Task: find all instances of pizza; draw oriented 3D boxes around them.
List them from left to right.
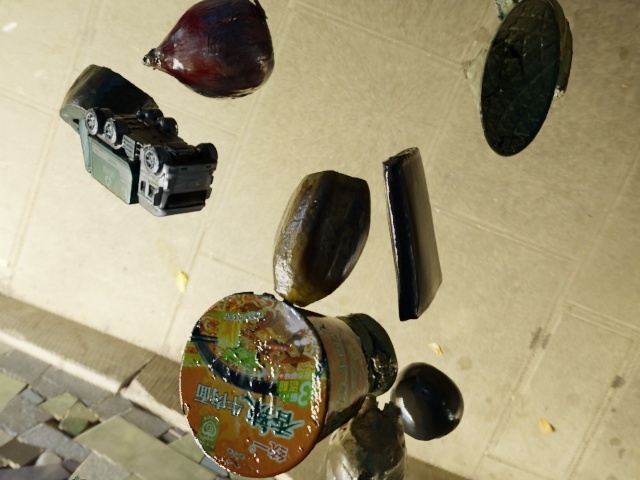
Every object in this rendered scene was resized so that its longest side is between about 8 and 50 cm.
[{"bbox_3d":[0.390,-0.352,1.085,0.188,0.204,0.081,24,146,-31],"label":"pizza"}]

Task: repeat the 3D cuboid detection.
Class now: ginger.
[{"bbox_3d":[0.036,0.401,1.057,0.166,0.236,0.375,21,132,-19],"label":"ginger"}]

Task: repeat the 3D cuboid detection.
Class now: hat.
[{"bbox_3d":[0.164,-0.157,0.598,0.067,0.146,0.145,22,106,40],"label":"hat"}]

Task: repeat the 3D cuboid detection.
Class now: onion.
[{"bbox_3d":[-0.167,-0.279,0.936,0.195,0.159,0.159,-18,100,-18],"label":"onion"}]

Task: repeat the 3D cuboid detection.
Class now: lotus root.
[{"bbox_3d":[-0.459,-0.283,1.323,0.138,0.235,0.119,48,66,-37],"label":"lotus root"},{"bbox_3d":[-0.006,-0.001,1.315,0.193,0.193,0.290,19,82,2],"label":"lotus root"}]

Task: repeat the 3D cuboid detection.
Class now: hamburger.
[{"bbox_3d":[0.065,0.251,1.342,0.215,0.122,0.189,-28,72,49],"label":"hamburger"}]

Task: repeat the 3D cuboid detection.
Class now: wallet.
[{"bbox_3d":[0.132,-0.017,0.914,0.049,0.182,0.228,-4,103,23],"label":"wallet"}]

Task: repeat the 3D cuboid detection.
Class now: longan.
[{"bbox_3d":[0.235,0.360,1.399,0.189,0.189,0.189,1,101,6],"label":"longan"}]

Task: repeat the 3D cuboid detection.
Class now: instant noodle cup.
[{"bbox_3d":[-0.046,0.186,0.855,0.230,0.182,0.230,-4,82,29],"label":"instant noodle cup"}]

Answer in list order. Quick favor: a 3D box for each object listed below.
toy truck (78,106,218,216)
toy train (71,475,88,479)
[{"bbox_3d":[-0.263,-0.124,0.930,0.253,0.114,0.124,34,122,34],"label":"toy truck"},{"bbox_3d":[-0.393,0.428,1.004,0.056,0.038,0.093,39,76,-31],"label":"toy train"}]
